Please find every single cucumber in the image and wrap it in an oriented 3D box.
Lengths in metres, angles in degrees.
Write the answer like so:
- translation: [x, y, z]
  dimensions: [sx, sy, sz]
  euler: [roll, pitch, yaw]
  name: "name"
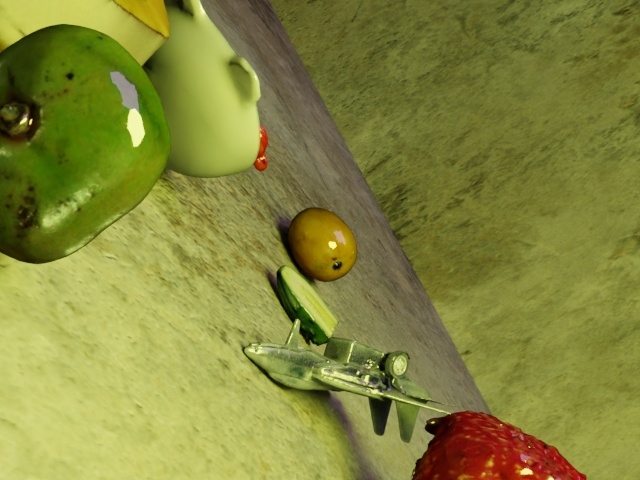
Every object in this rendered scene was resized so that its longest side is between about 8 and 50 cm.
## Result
- translation: [-0.025, 0.080, 1.424]
  dimensions: [0.107, 0.035, 0.067]
  euler: [52, 21, -9]
  name: "cucumber"

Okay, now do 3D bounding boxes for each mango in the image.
- translation: [0.003, 0.004, 1.642]
  dimensions: [0.111, 0.089, 0.163]
  euler: [58, 1, 0]
  name: "mango"

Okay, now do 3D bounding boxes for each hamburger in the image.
- translation: [-0.238, -0.233, 0.963]
  dimensions: [0.295, 0.151, 0.227]
  euler: [31, 35, -80]
  name: "hamburger"

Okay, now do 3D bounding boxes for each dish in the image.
- translation: [-0.164, -0.153, 1.168]
  dimensions: [0.228, 0.086, 0.236]
  euler: [56, -28, 4]
  name: "dish"

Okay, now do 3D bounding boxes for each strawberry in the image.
- translation: [0.190, 0.313, 1.176]
  dimensions: [0.274, 0.221, 0.274]
  euler: [4, 90, -70]
  name: "strawberry"

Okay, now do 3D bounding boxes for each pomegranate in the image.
- translation: [-0.184, -0.075, 0.756]
  dimensions: [0.131, 0.152, 0.191]
  euler: [54, -3, -36]
  name: "pomegranate"

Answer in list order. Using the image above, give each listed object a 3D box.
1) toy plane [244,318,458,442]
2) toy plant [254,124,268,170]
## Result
- translation: [0.019, 0.138, 1.246]
  dimensions: [0.212, 0.088, 0.267]
  euler: [5, -21, 46]
  name: "toy plane"
- translation: [-0.141, -0.192, 1.525]
  dimensions: [0.240, 0.088, 0.154]
  euler: [69, 20, -8]
  name: "toy plant"
